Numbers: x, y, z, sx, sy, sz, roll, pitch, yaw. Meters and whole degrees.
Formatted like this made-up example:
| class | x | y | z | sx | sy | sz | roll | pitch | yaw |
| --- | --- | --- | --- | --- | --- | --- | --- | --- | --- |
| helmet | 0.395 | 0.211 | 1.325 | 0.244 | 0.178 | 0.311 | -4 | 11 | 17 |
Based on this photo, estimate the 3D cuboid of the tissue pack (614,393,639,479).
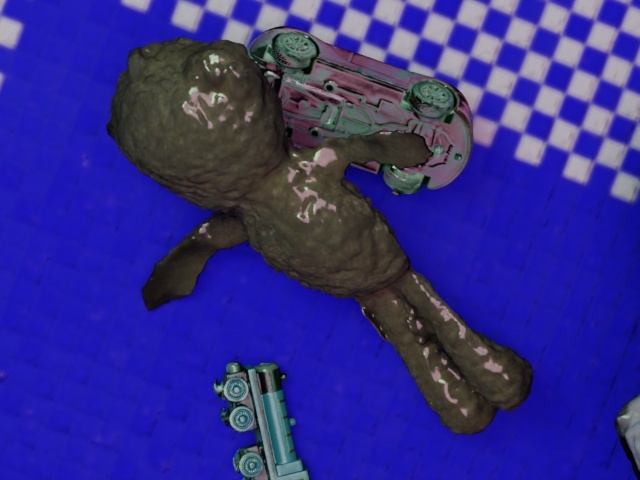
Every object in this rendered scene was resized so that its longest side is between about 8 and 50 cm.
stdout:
| class | x | y | z | sx | sy | sz | roll | pitch | yaw |
| --- | --- | --- | --- | --- | --- | --- | --- | --- | --- |
| tissue pack | 0.345 | 0.175 | 1.097 | 0.259 | 0.122 | 0.361 | -33 | 119 | -2 |

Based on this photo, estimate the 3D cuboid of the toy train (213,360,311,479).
| class | x | y | z | sx | sy | sz | roll | pitch | yaw |
| --- | --- | --- | --- | --- | --- | --- | --- | --- | --- |
| toy train | -0.034 | 0.115 | 1.173 | 0.045 | 0.029 | 0.092 | -12 | 95 | -11 |

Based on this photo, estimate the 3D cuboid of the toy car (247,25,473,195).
| class | x | y | z | sx | sy | sz | roll | pitch | yaw |
| --- | --- | --- | --- | --- | --- | --- | --- | --- | --- |
| toy car | 0.021 | -0.077 | 1.142 | 0.142 | 0.055 | 0.069 | 19 | 128 | 1 |

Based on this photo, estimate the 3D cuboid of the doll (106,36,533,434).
| class | x | y | z | sx | sy | sz | roll | pitch | yaw |
| --- | --- | --- | --- | --- | --- | --- | --- | --- | --- |
| doll | 0.008 | -0.007 | 1.109 | 0.286 | 0.203 | 0.091 | 27 | 56 | 2 |
